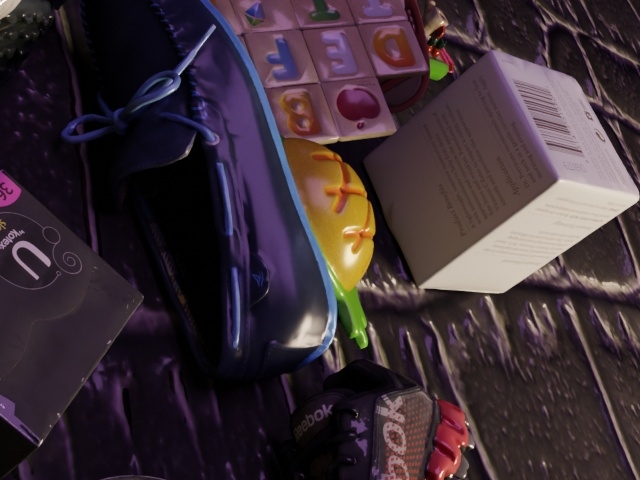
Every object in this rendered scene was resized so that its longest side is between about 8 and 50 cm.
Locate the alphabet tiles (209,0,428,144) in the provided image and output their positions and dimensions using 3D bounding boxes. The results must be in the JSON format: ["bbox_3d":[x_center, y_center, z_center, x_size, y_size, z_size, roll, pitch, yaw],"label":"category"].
[{"bbox_3d":[-0.061,-0.233,1.016,0.285,0.011,0.342,-10,69,-26],"label":"alphabet tiles"}]

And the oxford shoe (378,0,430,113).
[{"bbox_3d":[0.014,-0.296,1.192,0.348,0.123,0.130,62,9,-5],"label":"oxford shoe"}]

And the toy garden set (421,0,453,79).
[{"bbox_3d":[0.095,-0.302,1.318,0.244,0.049,0.204,62,24,12],"label":"toy garden set"}]

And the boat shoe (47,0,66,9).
[{"bbox_3d":[-0.237,-0.304,0.917,0.158,0.127,0.340,40,43,-27],"label":"boat shoe"}]

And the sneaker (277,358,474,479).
[{"bbox_3d":[0.023,0.181,0.773,0.135,0.097,0.276,43,33,-12],"label":"sneaker"}]

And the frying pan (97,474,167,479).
[{"bbox_3d":[-0.132,0.238,0.580,0.326,0.053,0.197,-13,70,-52],"label":"frying pan"}]

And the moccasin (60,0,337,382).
[{"bbox_3d":[-0.098,-0.060,0.823,0.117,0.138,0.342,-16,72,-45],"label":"moccasin"}]

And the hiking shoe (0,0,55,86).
[{"bbox_3d":[-0.294,-0.149,0.697,0.132,0.113,0.304,53,32,8],"label":"hiking shoe"}]

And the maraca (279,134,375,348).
[{"bbox_3d":[0.000,0.000,0.917,0.127,0.099,0.185,-79,146,-71],"label":"maraca"}]

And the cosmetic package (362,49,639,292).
[{"bbox_3d":[0.172,-0.059,1.091,0.151,0.184,0.151,6,54,-46],"label":"cosmetic package"}]

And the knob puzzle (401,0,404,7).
[{"bbox_3d":[0.000,-0.232,1.084,0.213,0.030,0.213,2,80,-11],"label":"knob puzzle"}]

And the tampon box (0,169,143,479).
[{"bbox_3d":[-0.192,0.067,0.570,0.101,0.161,0.120,43,34,-12],"label":"tampon box"}]

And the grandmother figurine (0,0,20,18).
[{"bbox_3d":[-0.286,-0.238,0.685,0.208,0.104,0.342,-31,58,-30],"label":"grandmother figurine"}]
